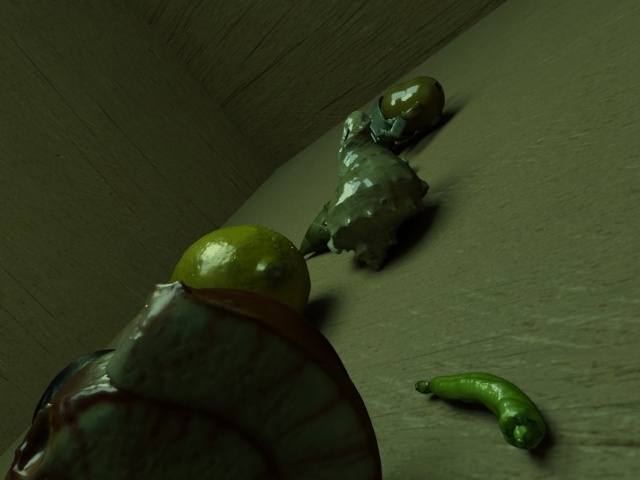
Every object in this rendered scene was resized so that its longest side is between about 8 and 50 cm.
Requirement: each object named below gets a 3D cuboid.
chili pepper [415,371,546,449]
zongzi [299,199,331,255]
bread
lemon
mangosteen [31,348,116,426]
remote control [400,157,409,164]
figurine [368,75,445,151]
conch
[{"bbox_3d":[0.154,0.150,0.554,0.208,0.043,0.049,176,116,-77],"label":"chili pepper"},{"bbox_3d":[0.000,0.000,1.408,0.176,0.078,0.160,-49,11,15],"label":"zongzi"},{"bbox_3d":[-0.105,0.211,0.518,0.327,0.295,0.114,-47,13,3],"label":"bread"},{"bbox_3d":[-0.149,0.097,1.111,0.310,0.258,0.258,-31,16,49],"label":"lemon"},{"bbox_3d":[-0.345,0.323,1.041,0.275,0.275,0.302,-31,-19,38],"label":"mangosteen"},{"bbox_3d":[0.155,-0.156,1.519,0.097,0.045,0.256,-46,10,-22],"label":"remote control"},{"bbox_3d":[0.236,-0.360,1.679,0.285,0.167,0.342,-42,31,39],"label":"figurine"},{"bbox_3d":[0.099,-0.088,1.148,0.263,0.186,0.324,137,149,-60],"label":"conch"}]
